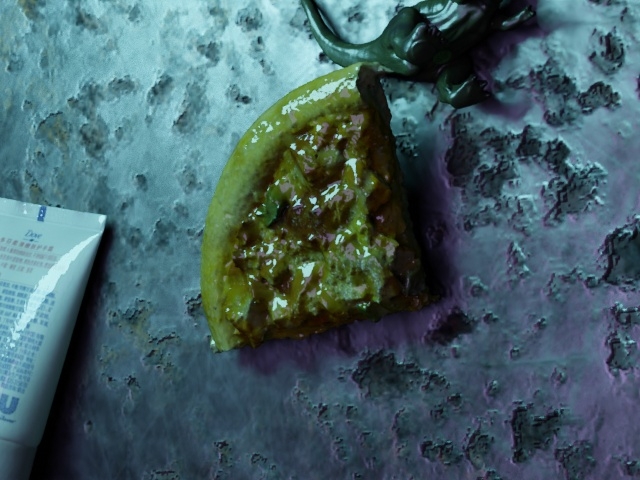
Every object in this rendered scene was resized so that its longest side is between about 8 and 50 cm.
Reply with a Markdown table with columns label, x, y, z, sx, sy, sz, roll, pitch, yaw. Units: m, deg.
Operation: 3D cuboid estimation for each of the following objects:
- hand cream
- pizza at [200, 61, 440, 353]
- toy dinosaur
| label | x | y | z | sx | sy | sz | roll | pitch | yaw |
| --- | --- | --- | --- | --- | --- | --- | --- | --- | --- |
| hand cream | -0.266 | 0.087 | 1.713 | 0.133 | 0.083 | 0.248 | 12 | 84 | 30 |
| pizza | 0.000 | 0.000 | 1.536 | 0.197 | 0.058 | 0.292 | 39 | 120 | 12 |
| toy dinosaur | 0.090 | -0.183 | 1.532 | 0.187 | 0.087 | 0.179 | -40 | 31 | 8 |
